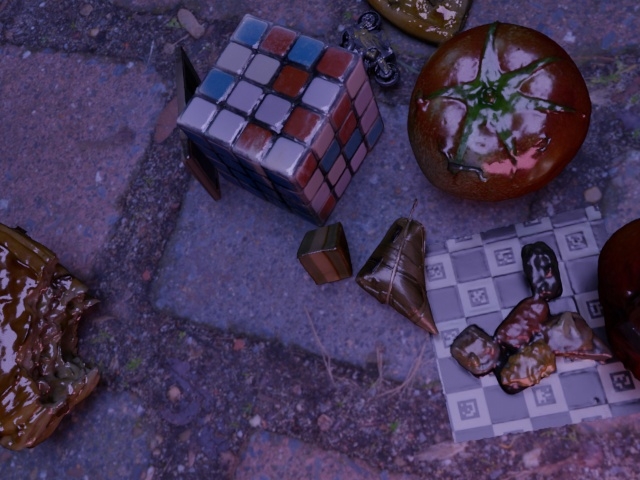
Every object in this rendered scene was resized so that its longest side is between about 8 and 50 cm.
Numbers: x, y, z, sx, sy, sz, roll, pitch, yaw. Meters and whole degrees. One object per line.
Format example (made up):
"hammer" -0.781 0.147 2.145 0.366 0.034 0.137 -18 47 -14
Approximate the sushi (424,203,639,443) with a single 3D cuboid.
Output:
"sushi" 0.351 0.129 1.063 0.343 0.064 0.359 -13 68 9

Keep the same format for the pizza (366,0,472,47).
"pizza" 0.213 -0.545 1.319 0.223 0.089 0.323 -43 68 0

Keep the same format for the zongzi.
"zongzi" 0.181 0.048 1.124 0.178 0.081 0.189 33 82 17

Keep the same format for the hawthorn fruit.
"hawthorn fruit" 0.564 0.076 0.918 0.311 0.295 0.295 -37 67 -6

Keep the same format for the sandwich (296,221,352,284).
"sandwich" 0.000 0.000 1.138 0.079 0.163 0.113 -15 68 8

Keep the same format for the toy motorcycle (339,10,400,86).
"toy motorcycle" 0.087 -0.383 1.305 0.124 0.061 0.193 -19 68 10

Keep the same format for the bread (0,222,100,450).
"bread" -0.573 0.176 1.211 0.370 0.191 0.314 36 77 10

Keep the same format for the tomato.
"tomato" 0.305 -0.210 1.097 0.304 0.239 0.303 -3 80 21

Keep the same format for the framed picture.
"framed picture" -0.248 -0.230 1.266 0.023 0.189 0.259 -11 68 5

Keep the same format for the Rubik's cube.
"Rubik's cube" -0.063 -0.217 1.177 0.256 0.259 0.253 27 78 20
